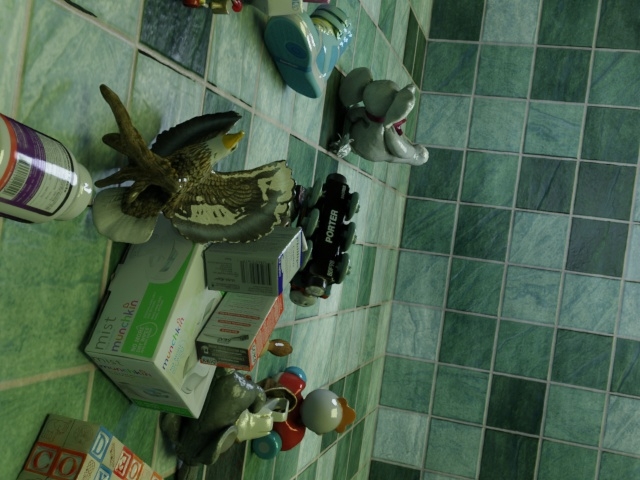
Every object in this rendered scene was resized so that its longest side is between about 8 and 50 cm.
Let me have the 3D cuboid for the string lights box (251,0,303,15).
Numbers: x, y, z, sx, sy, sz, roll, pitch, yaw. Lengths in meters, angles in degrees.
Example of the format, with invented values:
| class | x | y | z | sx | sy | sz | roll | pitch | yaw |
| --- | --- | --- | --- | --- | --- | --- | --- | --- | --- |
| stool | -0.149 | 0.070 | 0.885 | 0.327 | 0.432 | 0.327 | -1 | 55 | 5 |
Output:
| class | x | y | z | sx | sy | sz | roll | pitch | yaw |
| --- | --- | --- | --- | --- | --- | --- | --- | --- | --- |
| string lights box | -0.091 | -0.577 | 1.444 | 0.133 | 0.077 | 0.259 | -127 | -148 | -56 |

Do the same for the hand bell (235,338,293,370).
| class | x | y | z | sx | sy | sz | roll | pitch | yaw |
| --- | --- | --- | --- | --- | --- | --- | --- | --- | --- |
| hand bell | -0.120 | 0.228 | 1.630 | 0.242 | 0.126 | 0.126 | 28 | 70 | -61 |

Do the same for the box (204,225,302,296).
| class | x | y | z | sx | sy | sz | roll | pitch | yaw |
| --- | --- | --- | --- | --- | --- | --- | --- | --- | --- |
| box | -0.107 | 0.030 | 1.247 | 0.137 | 0.126 | 0.072 | -54 | 145 | -62 |

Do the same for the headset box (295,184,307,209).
| class | x | y | z | sx | sy | sz | roll | pitch | yaw |
| --- | --- | --- | --- | --- | --- | --- | --- | --- | --- |
| headset box | -0.059 | -0.110 | 1.954 | 0.083 | 0.032 | 0.062 | 23 | 74 | -72 |

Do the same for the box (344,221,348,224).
| class | x | y | z | sx | sy | sz | roll | pitch | yaw |
| --- | --- | --- | --- | --- | --- | --- | --- | --- | --- |
| box | 0.008 | 0.019 | 2.190 | 0.324 | 0.063 | 0.067 | -63 | 153 | -49 |

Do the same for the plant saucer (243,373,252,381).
| class | x | y | z | sx | sy | sz | roll | pitch | yaw |
| --- | --- | --- | --- | --- | --- | --- | --- | --- | --- |
| plant saucer | -0.183 | 0.357 | 1.780 | 0.083 | 0.013 | 0.083 | 7 | 90 | -74 |

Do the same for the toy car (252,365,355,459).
| class | x | y | z | sx | sy | sz | roll | pitch | yaw |
| --- | --- | --- | --- | --- | --- | --- | --- | --- | --- |
| toy car | -0.028 | 0.461 | 1.960 | 0.219 | 0.238 | 0.210 | -29 | 126 | -70 |

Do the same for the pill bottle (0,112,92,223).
| class | x | y | z | sx | sy | sz | roll | pitch | yaw |
| --- | --- | --- | --- | --- | --- | --- | --- | --- | --- |
| pill bottle | -0.345 | -0.077 | 0.853 | 0.193 | 0.108 | 0.108 | 32 | 66 | -73 |

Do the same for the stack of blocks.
| class | x | y | z | sx | sy | sz | roll | pitch | yaw |
| --- | --- | --- | --- | --- | --- | --- | --- | --- | --- |
| stack of blocks | -0.341 | 0.398 | 1.125 | 0.297 | 0.087 | 0.171 | 74 | 29 | -54 |

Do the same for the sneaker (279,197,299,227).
| class | x | y | z | sx | sy | sz | roll | pitch | yaw |
| --- | --- | --- | --- | --- | --- | --- | --- | --- | --- |
| sneaker | -0.089 | -0.025 | 1.805 | 0.132 | 0.086 | 0.228 | 3 | 93 | -76 |

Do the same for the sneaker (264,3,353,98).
| class | x | y | z | sx | sy | sz | roll | pitch | yaw |
| --- | --- | --- | --- | --- | --- | --- | --- | --- | --- |
| sneaker | -0.017 | -0.479 | 1.691 | 0.208 | 0.127 | 0.319 | -60 | 169 | -11 |

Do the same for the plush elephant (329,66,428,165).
| class | x | y | z | sx | sy | sz | roll | pitch | yaw |
| --- | --- | --- | --- | --- | --- | --- | --- | --- | --- |
| plush elephant | 0.188 | -0.381 | 2.255 | 0.330 | 0.272 | 0.255 | -16 | 142 | -47 |

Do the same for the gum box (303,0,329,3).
| class | x | y | z | sx | sy | sz | roll | pitch | yaw |
| --- | --- | --- | --- | --- | --- | --- | --- | --- | --- |
| gum box | -0.036 | -0.614 | 1.665 | 0.188 | 0.107 | 0.062 | 76 | 27 | -52 |

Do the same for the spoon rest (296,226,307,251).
| class | x | y | z | sx | sy | sz | roll | pitch | yaw |
| --- | --- | --- | --- | --- | --- | --- | --- | --- | --- |
| spoon rest | -0.146 | 0.005 | 1.523 | 0.276 | 0.084 | 0.137 | 5 | 62 | -51 |

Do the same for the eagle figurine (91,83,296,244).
| class | x | y | z | sx | sy | sz | roll | pitch | yaw |
| --- | --- | --- | --- | --- | --- | --- | --- | --- | --- |
| eagle figurine | -0.190 | -0.107 | 1.155 | 0.298 | 0.225 | 0.226 | -3 | 97 | -71 |

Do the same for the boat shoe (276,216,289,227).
| class | x | y | z | sx | sy | sz | roll | pitch | yaw |
| --- | --- | --- | --- | --- | --- | --- | --- | --- | --- |
| boat shoe | -0.133 | 0.102 | 1.682 | 0.116 | 0.097 | 0.324 | 2 | 95 | -73 |

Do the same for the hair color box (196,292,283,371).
| class | x | y | z | sx | sy | sz | roll | pitch | yaw |
| --- | --- | --- | --- | --- | --- | --- | --- | --- | --- |
| hair color box | -0.132 | 0.141 | 1.267 | 0.167 | 0.093 | 0.053 | -61 | 153 | -54 |

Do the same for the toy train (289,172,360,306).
| class | x | y | z | sx | sy | sz | roll | pitch | yaw |
| --- | --- | --- | --- | --- | --- | --- | --- | --- | --- |
| toy train | 0.000 | 0.000 | 1.812 | 0.190 | 0.142 | 0.334 | 128 | -24 | -56 |

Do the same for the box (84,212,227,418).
| class | x | y | z | sx | sy | sz | roll | pitch | yaw |
| --- | --- | --- | --- | --- | --- | --- | --- | --- | --- |
| box | -0.250 | 0.124 | 1.248 | 0.231 | 0.127 | 0.262 | 76 | 25 | -55 |

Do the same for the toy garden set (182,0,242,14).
| class | x | y | z | sx | sy | sz | roll | pitch | yaw |
| --- | --- | --- | --- | --- | --- | --- | --- | --- | --- |
| toy garden set | -0.190 | -0.488 | 1.309 | 0.244 | 0.049 | 0.203 | -5 | 101 | -74 |

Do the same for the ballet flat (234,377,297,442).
| class | x | y | z | sx | sy | sz | roll | pitch | yaw |
| --- | --- | --- | --- | --- | --- | --- | --- | --- | --- |
| ballet flat | -0.145 | 0.389 | 1.689 | 0.342 | 0.124 | 0.116 | -1 | 99 | -69 |

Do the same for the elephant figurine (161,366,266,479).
| class | x | y | z | sx | sy | sz | roll | pitch | yaw |
| --- | --- | --- | --- | --- | --- | --- | --- | --- | --- |
| elephant figurine | -0.220 | 0.361 | 1.440 | 0.186 | 0.169 | 0.239 | 43 | 68 | -36 |
